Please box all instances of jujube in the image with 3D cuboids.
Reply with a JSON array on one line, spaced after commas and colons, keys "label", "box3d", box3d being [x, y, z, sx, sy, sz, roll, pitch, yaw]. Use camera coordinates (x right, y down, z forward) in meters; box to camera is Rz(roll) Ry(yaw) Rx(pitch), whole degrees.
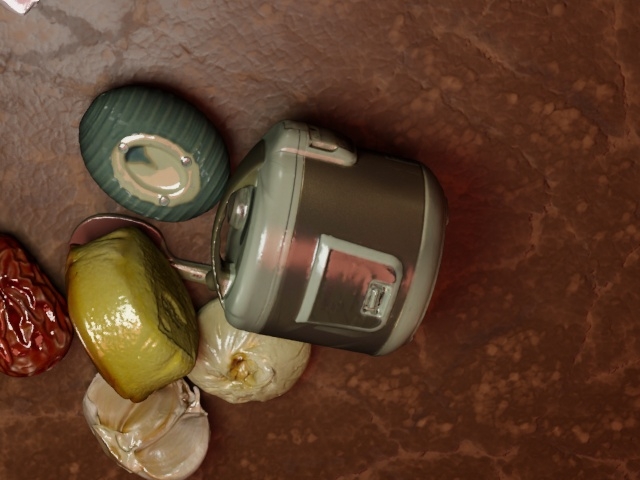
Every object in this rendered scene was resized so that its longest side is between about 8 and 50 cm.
[{"label": "jujube", "box3d": [-0.488, 0.103, 1.875, 0.155, 0.155, 0.230, -28, 102, 5]}]

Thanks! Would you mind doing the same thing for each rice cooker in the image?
[{"label": "rice cooker", "box3d": [0.000, 0.000, 1.793, 0.325, 0.335, 0.335, 13, 109, -10]}]

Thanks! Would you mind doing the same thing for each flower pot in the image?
[{"label": "flower pot", "box3d": [-0.252, -0.131, 1.805, 0.243, 0.157, 0.189, 31, 103, -18]}]

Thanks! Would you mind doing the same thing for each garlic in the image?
[{"label": "garlic", "box3d": [-0.288, 0.312, 1.982, 0.229, 0.143, 0.178, 42, 62, 13]}]

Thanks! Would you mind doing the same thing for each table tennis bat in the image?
[{"label": "table tennis bat", "box3d": [-0.290, 0.033, 1.938, 0.246, 0.022, 0.138, 14, 110, -9]}]

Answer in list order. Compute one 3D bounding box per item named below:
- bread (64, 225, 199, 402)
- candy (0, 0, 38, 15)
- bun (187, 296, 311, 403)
[{"label": "bread", "box3d": [-0.295, 0.109, 1.823, 0.148, 0.270, 0.270, -26, 111, 9]}, {"label": "candy", "box3d": [-0.482, -0.453, 1.678, 0.265, 0.116, 0.155, 34, 103, -16]}, {"label": "bun", "box3d": [-0.123, 0.189, 1.955, 0.222, 0.127, 0.222, -3, 112, -8]}]
